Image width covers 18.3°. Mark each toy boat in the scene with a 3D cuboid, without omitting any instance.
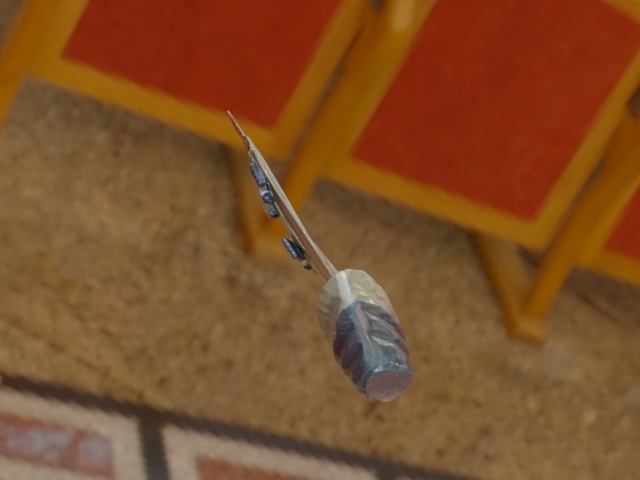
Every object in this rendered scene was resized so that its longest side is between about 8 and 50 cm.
[{"bbox_3d":[0.002,0.004,0.878,0.105,0.034,0.149,-154,-142,-86],"label":"toy boat"}]
